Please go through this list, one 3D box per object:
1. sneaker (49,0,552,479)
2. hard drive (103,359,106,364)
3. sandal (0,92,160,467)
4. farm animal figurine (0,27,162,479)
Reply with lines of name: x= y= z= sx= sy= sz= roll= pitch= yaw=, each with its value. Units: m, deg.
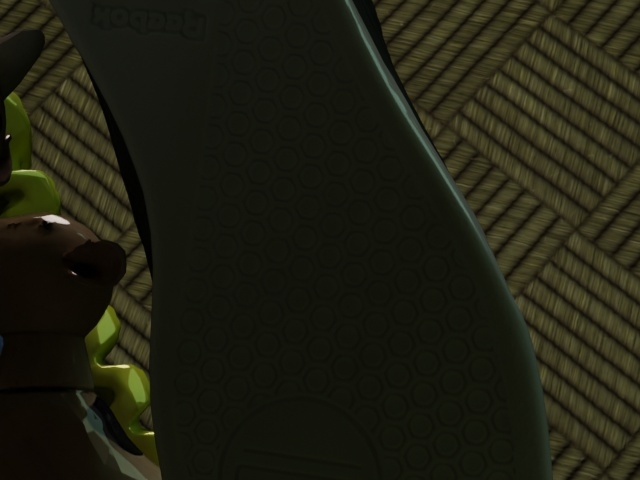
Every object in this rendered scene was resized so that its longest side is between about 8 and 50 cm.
sneaker: x=0.000 y=0.000 z=0.436 sx=0.147 sy=0.105 sz=0.295 roll=13 pitch=56 yaw=-79
hard drive: x=-0.141 y=0.132 z=0.834 sx=0.339 sy=0.064 sz=0.236 roll=135 pitch=-61 yaw=-79
sandal: x=-0.149 y=0.051 z=0.578 sx=0.317 sy=0.138 sz=0.126 roll=62 pitch=-18 yaw=12
farm animal figurine: x=-0.152 y=0.000 z=0.425 sx=0.327 sy=0.172 sz=0.330 roll=35 pitch=-14 yaw=33
